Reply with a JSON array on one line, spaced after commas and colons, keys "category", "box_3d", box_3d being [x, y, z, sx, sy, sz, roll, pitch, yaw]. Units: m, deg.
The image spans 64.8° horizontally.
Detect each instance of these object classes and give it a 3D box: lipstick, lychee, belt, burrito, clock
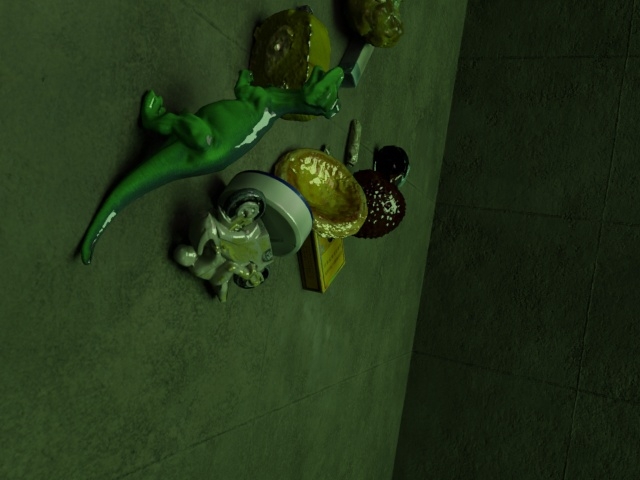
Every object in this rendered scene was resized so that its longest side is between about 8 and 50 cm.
[{"category": "lipstick", "box_3d": [0.140, -0.678, 1.807, 0.317, 0.066, 0.068, -67, 150, -28]}, {"category": "lychee", "box_3d": [0.194, -0.144, 1.869, 0.300, 0.264, 0.264, -49, 154, 4]}, {"category": "belt", "box_3d": [0.308, -0.312, 2.190, 0.078, 0.151, 0.198, -23, 121, -62]}, {"category": "burrito", "box_3d": [0.127, -0.372, 1.910, 0.058, 0.045, 0.188, 105, -5, -82]}, {"category": "clock", "box_3d": [-0.136, -0.061, 1.222, 0.083, 0.230, 0.230, -58, 147, -33]}]

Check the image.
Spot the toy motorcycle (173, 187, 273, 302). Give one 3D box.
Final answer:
[{"category": "toy motorcycle", "box_3d": [-0.217, 0.026, 1.153, 0.223, 0.108, 0.341, -20, 144, -15]}]

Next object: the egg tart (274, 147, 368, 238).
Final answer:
[{"category": "egg tart", "box_3d": [-0.010, -0.127, 1.506, 0.128, 0.319, 0.319, -46, -173, 46]}]

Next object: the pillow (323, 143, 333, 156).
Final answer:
[{"category": "pillow", "box_3d": [0.034, -0.225, 1.766, 0.217, 0.033, 0.130, 68, 37, -49]}]

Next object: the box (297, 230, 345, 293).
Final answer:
[{"category": "box", "box_3d": [0.000, 0.000, 1.707, 0.193, 0.084, 0.301, -52, 142, -48]}]

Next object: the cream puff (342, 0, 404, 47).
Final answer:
[{"category": "cream puff", "box_3d": [0.172, -0.784, 1.699, 0.282, 0.185, 0.282, 26, 60, -57]}]

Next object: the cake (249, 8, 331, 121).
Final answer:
[{"category": "cake", "box_3d": [-0.080, -0.442, 1.280, 0.156, 0.179, 0.261, 7, 89, -66]}]

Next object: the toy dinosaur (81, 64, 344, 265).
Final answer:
[{"category": "toy dinosaur", "box_3d": [-0.184, -0.139, 0.947, 0.144, 0.374, 0.500, 68, 35, -61]}]

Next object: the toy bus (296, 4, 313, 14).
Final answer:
[{"category": "toy bus", "box_3d": [-0.055, -0.603, 1.431, 0.037, 0.052, 0.131, 33, 66, -58]}]
